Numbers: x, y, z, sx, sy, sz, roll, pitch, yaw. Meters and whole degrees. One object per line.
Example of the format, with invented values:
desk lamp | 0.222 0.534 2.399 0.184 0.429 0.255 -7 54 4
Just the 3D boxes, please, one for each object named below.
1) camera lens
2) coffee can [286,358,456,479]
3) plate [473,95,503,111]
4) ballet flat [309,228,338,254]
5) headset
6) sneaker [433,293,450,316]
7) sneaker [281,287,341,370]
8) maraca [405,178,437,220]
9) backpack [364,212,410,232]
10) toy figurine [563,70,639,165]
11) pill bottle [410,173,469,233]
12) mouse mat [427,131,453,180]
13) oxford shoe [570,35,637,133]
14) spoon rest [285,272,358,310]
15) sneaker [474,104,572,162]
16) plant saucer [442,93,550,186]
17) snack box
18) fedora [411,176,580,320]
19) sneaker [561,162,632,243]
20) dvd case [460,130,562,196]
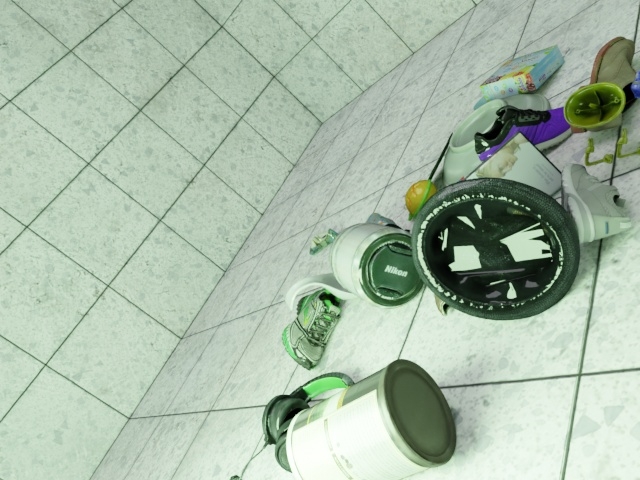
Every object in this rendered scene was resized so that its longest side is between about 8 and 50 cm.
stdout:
camera lens | 0.158 0.064 1.583 0.219 0.219 0.274 -51 18 -5
coffee can | 0.095 0.383 1.102 0.275 0.201 0.201 -37 21 32
plate | 0.622 -0.500 1.942 0.188 0.024 0.188 -35 17 13
ballet flat | 0.000 0.000 2.347 0.188 0.070 0.070 -33 23 41
headset | -0.053 0.501 1.391 0.394 0.185 0.243 -36 20 -10
sneaker | 0.353 0.118 1.303 0.188 0.066 0.071 -35 45 36
sneaker | -0.017 0.258 1.741 0.146 0.134 0.343 -37 20 30
maraca | 0.322 -0.130 1.811 0.185 0.099 0.127 111 -176 -73
backpack | 0.202 -0.017 1.824 0.152 0.115 0.182 -48 15 11
toy figurine | 0.738 -0.296 1.165 0.217 0.191 0.362 -24 5 -40
pill bottle | 0.360 -0.067 1.534 0.221 0.124 0.124 -42 19 18
mouse mat | 0.397 -0.261 1.883 0.189 0.007 0.152 -60 -11 -10
oxford shoe | 0.736 -0.383 1.379 0.130 0.123 0.348 12 57 40
spoon rest | 0.027 0.147 1.741 0.276 0.084 0.137 -11 32 -22
sneaker | 0.550 -0.310 1.499 0.293 0.146 0.102 -29 22 14
plant saucer | 0.520 -0.334 1.754 0.400 0.100 0.400 -42 19 18
snack box | 0.659 -0.546 1.832 0.174 0.070 0.207 -42 22 -21
fedora | 0.368 0.006 1.171 0.334 0.334 0.152 -37 -4 33
sneaker | 0.569 -0.077 1.163 0.115 0.105 0.281 -3 32 18
dvd case | 0.459 -0.128 1.400 0.253 0.180 0.022 -43 -25 18
